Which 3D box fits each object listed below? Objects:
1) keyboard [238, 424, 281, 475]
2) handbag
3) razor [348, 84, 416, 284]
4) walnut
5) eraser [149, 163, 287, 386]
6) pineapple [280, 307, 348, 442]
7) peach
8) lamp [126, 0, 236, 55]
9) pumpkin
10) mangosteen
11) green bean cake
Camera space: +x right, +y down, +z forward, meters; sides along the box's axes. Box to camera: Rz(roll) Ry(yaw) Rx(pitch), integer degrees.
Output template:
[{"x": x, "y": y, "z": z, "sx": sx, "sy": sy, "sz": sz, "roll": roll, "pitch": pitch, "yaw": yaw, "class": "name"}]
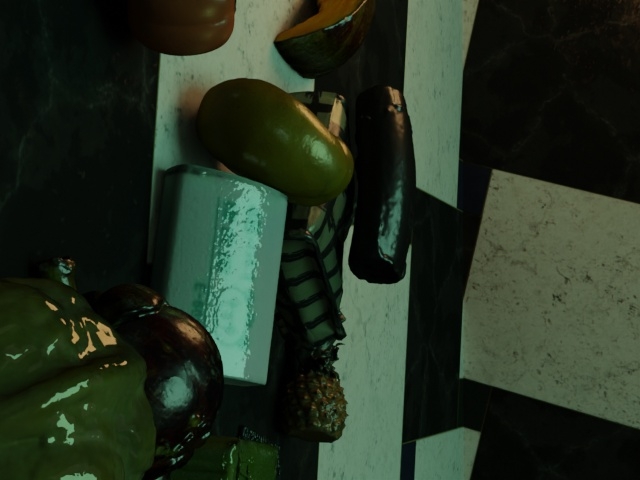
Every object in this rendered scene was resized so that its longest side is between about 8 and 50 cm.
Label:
[{"x": -0.104, "y": 0.365, "z": 2.078, "sx": 0.195, "sy": 0.018, "sz": 0.060, "roll": 48, "pitch": 44, "yaw": -64, "class": "keyboard"}, {"x": -0.021, "y": -0.033, "z": 2.068, "sx": 0.327, "sy": 0.162, "sz": 0.325, "roll": 72, "pitch": 24, "yaw": -49, "class": "handbag"}, {"x": 0.108, "y": -0.091, "z": 2.067, "sx": 0.189, "sy": 0.107, "sz": 0.327, "roll": 67, "pitch": 24, "yaw": -68, "class": "razor"}, {"x": -0.295, "y": 0.175, "z": 1.136, "sx": 0.277, "sy": 0.253, "sz": 0.282, "roll": -8, "pitch": 99, "yaw": -73, "class": "walnut"}, {"x": -0.150, "y": 0.053, "z": 1.712, "sx": 0.189, "sy": 0.104, "sz": 0.290, "roll": 15, "pitch": 75, "yaw": -37, "class": "eraser"}, {"x": -0.005, "y": 0.241, "z": 2.206, "sx": 0.128, "sy": 0.128, "sz": 0.248, "roll": 47, "pitch": 45, "yaw": -64, "class": "pineapple"}, {"x": -0.067, "y": -0.146, "z": 1.805, "sx": 0.153, "sy": 0.251, "sz": 0.251, "roll": -67, "pitch": 160, "yaw": 0, "class": "peach"}, {"x": -0.189, "y": -0.330, "z": 1.559, "sx": 0.187, "sy": 0.164, "sz": 0.187, "roll": 178, "pitch": -90, "yaw": -85, "class": "lamp"}, {"x": 0.036, "y": -0.380, "z": 2.232, "sx": 0.312, "sy": 0.148, "sz": 0.169, "roll": -61, "pitch": 143, "yaw": -46, "class": "pumpkin"}, {"x": -0.244, "y": 0.146, "z": 1.414, "sx": 0.289, "sy": 0.231, "sz": 0.231, "roll": 53, "pitch": 18, "yaw": 7, "class": "mangosteen"}, {"x": -0.148, "y": 0.394, "z": 1.803, "sx": 0.214, "sy": 0.113, "sz": 0.200, "roll": 36, "pitch": 61, "yaw": -67, "class": "green bean cake"}]
